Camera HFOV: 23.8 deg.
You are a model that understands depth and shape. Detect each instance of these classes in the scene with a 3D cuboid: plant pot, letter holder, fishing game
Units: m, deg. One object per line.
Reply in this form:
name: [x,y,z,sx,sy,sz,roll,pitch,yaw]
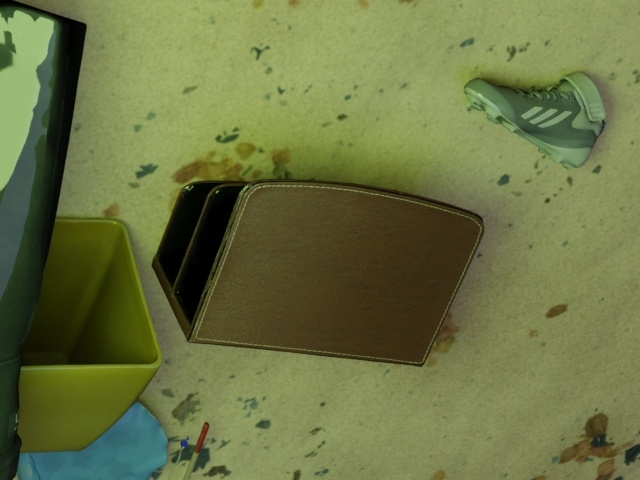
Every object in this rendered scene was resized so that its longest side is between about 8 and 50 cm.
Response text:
plant pot: [-0.310,0.114,1.615,0.212,0.212,0.187,1,136,-24]
letter holder: [0.000,0.000,1.690,0.302,0.152,0.214,8,119,-28]
fishing game: [-0.276,0.255,1.832,0.264,0.041,0.189,9,120,-19]

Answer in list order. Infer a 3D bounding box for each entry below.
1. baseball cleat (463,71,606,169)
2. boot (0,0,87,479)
baseball cleat: [0.250,-0.160,1.744,0.206,0.072,0.109,28,97,-41]
boot: [-0.419,-0.015,1.345,0.367,0.146,0.445,8,107,-9]
